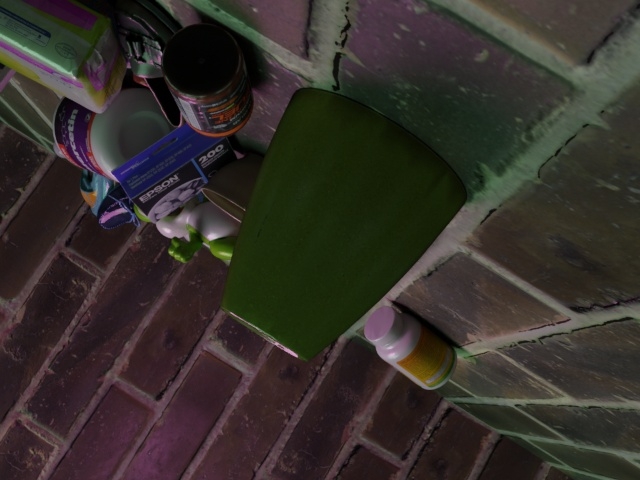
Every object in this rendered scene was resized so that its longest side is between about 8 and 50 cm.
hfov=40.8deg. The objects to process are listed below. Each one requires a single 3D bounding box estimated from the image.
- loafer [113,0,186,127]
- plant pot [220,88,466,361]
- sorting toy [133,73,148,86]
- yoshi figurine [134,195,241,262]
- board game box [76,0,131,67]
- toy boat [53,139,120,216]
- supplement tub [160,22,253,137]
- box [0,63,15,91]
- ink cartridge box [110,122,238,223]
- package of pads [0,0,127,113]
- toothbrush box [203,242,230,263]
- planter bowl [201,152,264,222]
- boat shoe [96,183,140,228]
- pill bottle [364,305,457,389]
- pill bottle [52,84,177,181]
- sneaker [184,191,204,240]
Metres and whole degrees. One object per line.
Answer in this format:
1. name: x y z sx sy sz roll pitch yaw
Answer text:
1. loafer: -0.228 -0.249 1.239 0.096 0.084 0.267 28 169 23
2. plant pot: 0.000 0.000 1.140 0.274 0.294 0.275 32 170 6
3. sorting toy: -0.258 -0.265 1.414 0.101 0.042 0.061 21 -174 -4
4. yoshi figurine: -0.270 -0.065 1.855 0.362 0.203 0.203 15 -152 25
5. board game box: -0.352 -0.342 1.310 0.211 0.039 0.160 38 168 -35
6. toy boat: -0.599 -0.197 2.271 0.148 0.268 0.318 -10 -144 -27
7. supplement tub: -0.145 -0.203 1.152 0.106 0.106 0.198 31 171 8
8. box: -0.725 -0.339 1.644 0.232 0.322 0.058 34 167 -9
9. ink cartridge box: -0.255 -0.131 1.556 0.045 0.206 0.208 54 176 17
10. package of pads: -0.396 -0.290 1.222 0.229 0.101 0.296 28 175 -7
11. toothbrush box: -0.173 0.055 2.441 0.206 0.122 0.283 27 170 28
12. planter bowl: -0.126 -0.095 1.605 0.162 0.109 0.162 31 169 7
13. boat shoe: -0.452 -0.106 2.133 0.109 0.258 0.089 36 -158 -47
14. pill bottle: 0.229 0.271 2.210 0.245 0.136 0.136 39 168 -31
15. pill bottle: -0.409 -0.215 1.681 0.181 0.182 0.323 39 168 -35
16. sneaker: -0.419 -0.117 2.375 0.208 0.127 0.319 27 159 19
